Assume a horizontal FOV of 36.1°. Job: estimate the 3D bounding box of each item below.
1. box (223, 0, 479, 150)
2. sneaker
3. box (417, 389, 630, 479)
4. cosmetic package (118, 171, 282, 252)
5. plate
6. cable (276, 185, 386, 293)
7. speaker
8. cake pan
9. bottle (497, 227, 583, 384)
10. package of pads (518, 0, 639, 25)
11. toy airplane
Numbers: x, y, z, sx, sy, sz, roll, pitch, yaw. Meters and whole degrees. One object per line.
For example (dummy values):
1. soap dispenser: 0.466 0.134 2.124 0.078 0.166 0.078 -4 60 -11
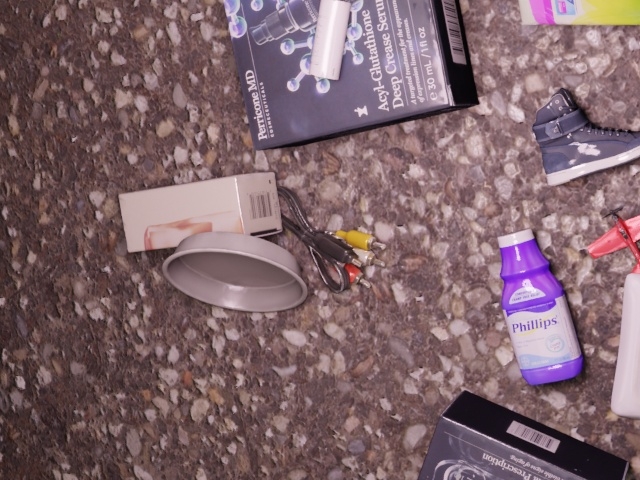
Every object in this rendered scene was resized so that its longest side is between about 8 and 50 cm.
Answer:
1. box: 0.059 -0.351 1.827 0.395 0.212 0.294 -11 93 24
2. sneaker: 0.488 -0.205 1.740 0.226 0.086 0.164 -18 93 24
3. box: 0.353 0.506 1.837 0.343 0.179 0.313 21 106 19
4. cosmetic package: -0.245 -0.056 2.004 0.296 0.153 0.129 -6 94 31
5. plate: 0.666 0.211 1.731 0.277 0.045 0.278 7 105 20
6. cable: 0.000 0.000 1.994 0.287 0.072 0.140 35 118 27
7. speaker: 0.016 -0.350 1.700 0.055 0.055 0.136 13 101 20
8. cake pan: -0.166 0.063 1.956 0.293 0.293 0.054 -2 62 22
9. bottle: 0.397 0.120 1.815 0.118 0.092 0.283 -15 91 24
10. package of pads: 0.461 -0.478 1.625 0.296 0.101 0.229 11 126 41
11. toy airplane: 0.560 0.011 1.770 0.151 0.028 0.151 4 99 23
